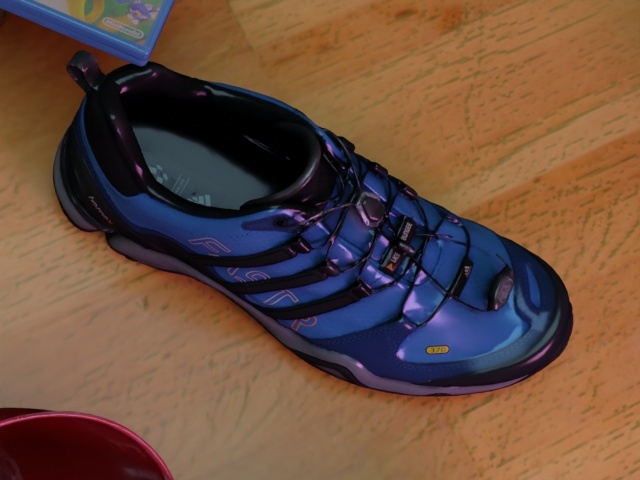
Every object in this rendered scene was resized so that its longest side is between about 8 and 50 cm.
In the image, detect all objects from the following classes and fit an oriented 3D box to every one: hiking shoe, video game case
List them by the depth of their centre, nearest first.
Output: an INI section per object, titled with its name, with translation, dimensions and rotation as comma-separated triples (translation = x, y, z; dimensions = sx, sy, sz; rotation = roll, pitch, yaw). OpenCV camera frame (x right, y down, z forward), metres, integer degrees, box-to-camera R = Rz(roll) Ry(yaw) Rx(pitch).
[video game case]
translation = -0.117, -0.176, 0.769
dimensions = 0.119, 0.015, 0.166
rotation = 22, 58, -6
[hiking shoe]
translation = 0.000, 0.000, 0.797
dimensions = 0.304, 0.132, 0.113
rotation = 20, 72, -5

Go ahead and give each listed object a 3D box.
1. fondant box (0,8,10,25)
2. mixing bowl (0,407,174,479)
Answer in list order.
[fondant box]
translation = -0.266, -0.213, 0.824
dimensions = 0.238, 0.096, 0.330
rotation = 34, 70, -1
[mixing bowl]
translation = -0.167, 0.153, 0.721
dimensions = 0.181, 0.098, 0.181
rotation = -13, 111, -37
